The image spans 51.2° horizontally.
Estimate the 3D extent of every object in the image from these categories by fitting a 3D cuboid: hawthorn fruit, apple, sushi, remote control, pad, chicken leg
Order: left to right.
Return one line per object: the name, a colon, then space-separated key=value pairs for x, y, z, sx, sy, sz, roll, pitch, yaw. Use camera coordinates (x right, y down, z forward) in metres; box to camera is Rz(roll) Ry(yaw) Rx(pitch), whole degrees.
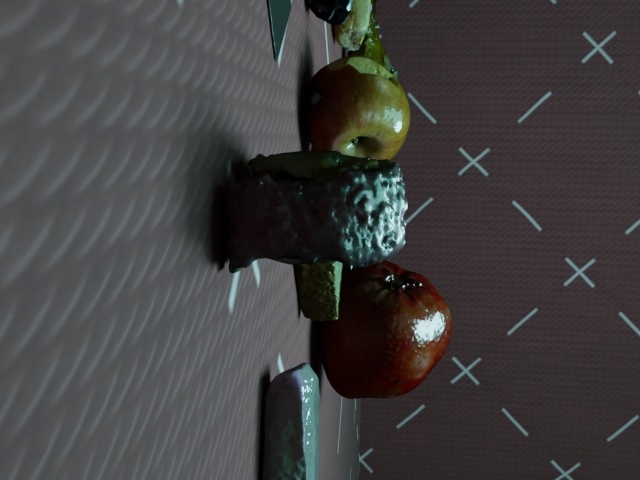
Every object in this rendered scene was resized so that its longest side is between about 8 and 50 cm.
pad: x=-0.053 y=-0.333 z=0.770 sx=0.211 sy=0.003 sz=0.143 roll=85 pitch=10 yaw=-46
sushi: x=0.003 y=-0.032 z=0.644 sx=0.241 sy=0.161 sz=0.107 roll=-39 pitch=129 yaw=-80
remote control: x=0.012 y=-0.473 z=1.069 sx=0.090 sy=0.066 sz=0.266 roll=-25 pitch=-119 yaw=56
apple: x=0.058 y=-0.208 z=1.081 sx=0.199 sy=0.199 sz=0.199 roll=2 pitch=90 yaw=-83
chicken leg: x=0.117 y=-0.479 z=1.723 sx=0.201 sy=0.152 sz=0.429 roll=-119 pitch=-159 yaw=-78
hawthorn fruit: x=0.112 y=0.199 z=1.332 sx=0.265 sy=0.265 sz=0.307 roll=-74 pitch=-175 yaw=-65

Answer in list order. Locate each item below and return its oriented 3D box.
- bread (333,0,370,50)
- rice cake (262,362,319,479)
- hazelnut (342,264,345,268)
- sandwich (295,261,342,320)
bread: x=0.065 y=-0.481 z=1.442 sx=0.125 sy=0.082 sz=0.106 roll=127 pitch=-24 yaw=-84
rice cake: x=-0.042 y=0.348 z=0.793 sx=0.070 sy=0.064 sz=0.399 roll=21 pitch=71 yaw=-73
hazelnut: x=0.106 y=0.125 z=1.607 sx=0.210 sy=0.210 sz=0.186 roll=-79 pitch=-169 yaw=-56
sandwich: x=0.000 y=0.000 z=1.052 sx=0.215 sy=0.065 sz=0.186 roll=85 pitch=9 yaw=-47
